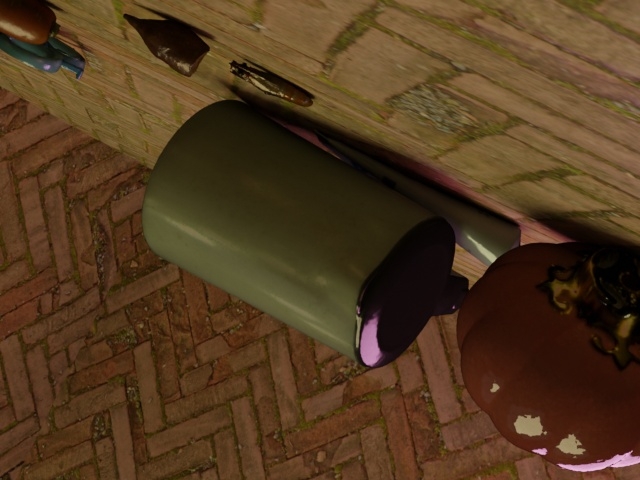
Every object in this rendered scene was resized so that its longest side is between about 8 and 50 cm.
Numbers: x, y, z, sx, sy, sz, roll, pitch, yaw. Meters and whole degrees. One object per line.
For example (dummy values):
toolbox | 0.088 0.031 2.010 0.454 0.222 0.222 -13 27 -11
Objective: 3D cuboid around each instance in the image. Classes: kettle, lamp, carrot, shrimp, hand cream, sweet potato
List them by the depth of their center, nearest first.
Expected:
sweet potato | -0.178 -0.229 1.434 0.117 0.049 0.049 32 178 14
shrimp | -0.064 -0.183 1.493 0.114 0.023 0.083 23 180 -20
lamp | 0.316 0.124 1.524 0.305 0.305 0.239 26 132 -2
hand cream | 0.134 -0.064 1.743 0.320 0.067 0.109 33 179 9
carrot | -0.465 -0.337 1.746 0.225 0.067 0.067 28 176 -11
kettle | 0.000 0.000 1.763 0.376 0.250 0.361 29 -174 27

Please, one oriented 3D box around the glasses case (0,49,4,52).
glasses case | -0.601 -0.381 2.163 0.083 0.050 0.196 26 177 34

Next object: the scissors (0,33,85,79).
scissors | -0.548 -0.360 1.998 0.393 0.032 0.180 28 -167 -2

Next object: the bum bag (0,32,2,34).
bum bag | -0.514 -0.329 1.851 0.106 0.060 0.232 3 -155 -15
